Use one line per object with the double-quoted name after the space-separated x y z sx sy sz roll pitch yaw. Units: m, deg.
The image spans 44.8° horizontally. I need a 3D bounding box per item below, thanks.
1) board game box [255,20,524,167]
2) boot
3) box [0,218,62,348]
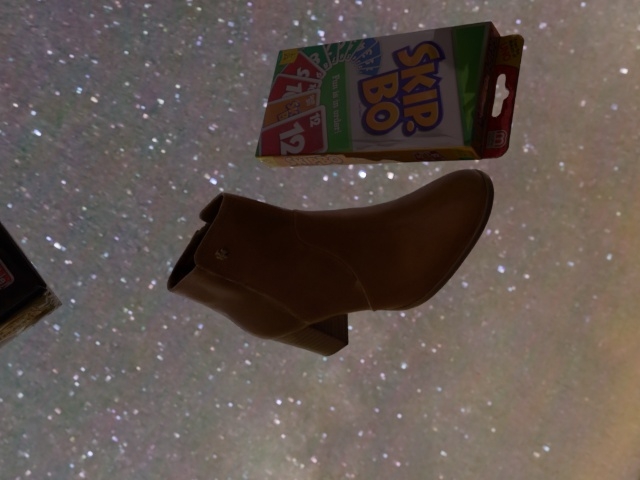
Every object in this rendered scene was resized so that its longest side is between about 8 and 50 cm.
0.058 -0.134 0.739 0.039 0.259 0.124 33 -116 -55 "board game box"
-0.001 0.000 0.748 0.211 0.104 0.295 28 -56 -28 "boot"
-0.422 0.022 0.635 0.293 0.296 0.073 -36 -9 -15 "box"
